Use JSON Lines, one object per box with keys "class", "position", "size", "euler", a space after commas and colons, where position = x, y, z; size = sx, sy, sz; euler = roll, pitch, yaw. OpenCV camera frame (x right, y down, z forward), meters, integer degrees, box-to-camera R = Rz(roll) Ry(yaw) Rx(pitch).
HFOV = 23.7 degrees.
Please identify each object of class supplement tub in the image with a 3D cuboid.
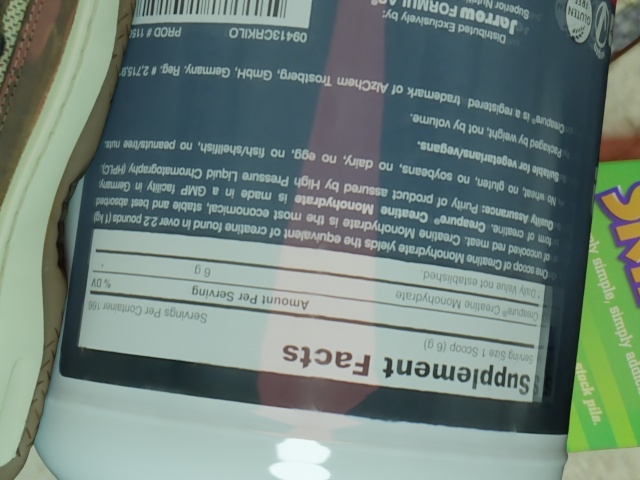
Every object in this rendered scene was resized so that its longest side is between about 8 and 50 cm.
{"class": "supplement tub", "position": [0.000, 0.000, 0.544], "size": [0.191, 0.191, 0.272], "euler": [8, 86, -3]}

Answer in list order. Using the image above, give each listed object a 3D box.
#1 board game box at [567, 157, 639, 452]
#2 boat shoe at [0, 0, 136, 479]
{"class": "board game box", "position": [0.079, 0.031, 0.658], "size": [0.259, 0.039, 0.124], "euler": [-4, 88, -1]}
{"class": "boat shoe", "position": [-0.123, -0.048, 0.477], "size": [0.095, 0.095, 0.257], "euler": [10, 86, -35]}
